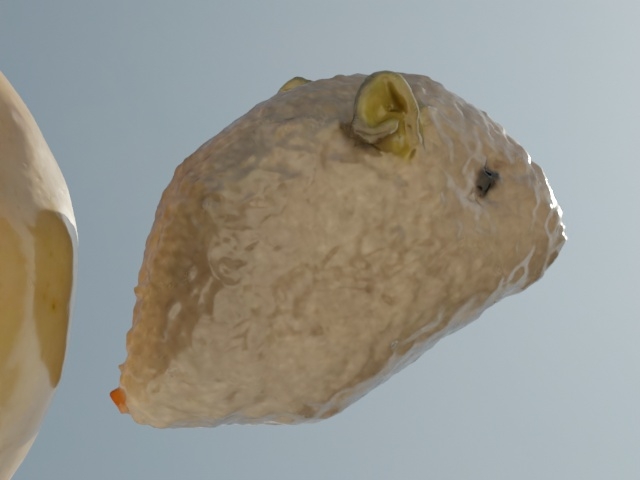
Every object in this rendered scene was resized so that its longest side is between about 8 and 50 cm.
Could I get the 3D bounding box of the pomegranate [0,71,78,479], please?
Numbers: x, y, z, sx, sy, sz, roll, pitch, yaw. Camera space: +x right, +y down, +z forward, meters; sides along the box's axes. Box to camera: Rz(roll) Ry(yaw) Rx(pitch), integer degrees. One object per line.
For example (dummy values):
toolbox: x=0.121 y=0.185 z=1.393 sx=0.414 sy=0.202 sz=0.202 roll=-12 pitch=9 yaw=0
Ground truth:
pomegranate: x=-0.341 y=0.029 z=1.089 sx=0.411 sy=0.411 sz=0.411 roll=-7 pitch=-59 yaw=-12

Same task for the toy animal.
toy animal: x=-0.006 y=0.003 z=1.195 sx=0.358 sy=0.188 sz=0.226 roll=-34 pitch=-67 yaw=-18
